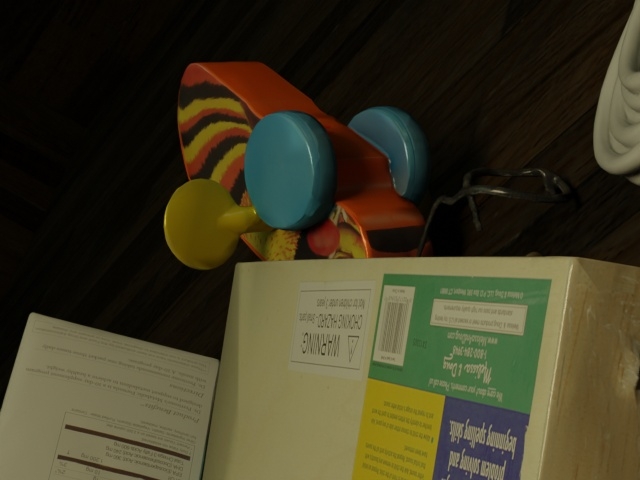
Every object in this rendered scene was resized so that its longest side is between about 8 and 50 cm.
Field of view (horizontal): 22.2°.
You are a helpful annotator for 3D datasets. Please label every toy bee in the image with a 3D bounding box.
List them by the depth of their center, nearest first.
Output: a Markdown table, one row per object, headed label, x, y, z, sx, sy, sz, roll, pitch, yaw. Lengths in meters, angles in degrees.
| label | x | y | z | sx | sy | sz | roll | pitch | yaw |
| --- | --- | --- | --- | --- | --- | --- | --- | --- | --- |
| toy bee | 0.000 | 0.000 | 0.975 | 0.298 | 0.195 | 0.162 | -132 | 48 | -64 |

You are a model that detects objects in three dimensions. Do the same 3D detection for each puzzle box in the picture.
| label | x | y | z | sx | sy | sz | roll | pitch | yaw |
| --- | --- | --- | --- | --- | --- | --- | --- | --- | --- |
| puzzle box | 0.017 | 0.144 | 0.666 | 0.409 | 0.052 | 0.272 | 178 | 102 | -73 |

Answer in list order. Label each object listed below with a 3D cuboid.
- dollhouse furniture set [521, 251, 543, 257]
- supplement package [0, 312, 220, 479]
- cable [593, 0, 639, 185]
| label | x | y | z | sx | sy | sz | roll | pitch | yaw |
| --- | --- | --- | --- | --- | --- | --- | --- | --- | --- |
| dollhouse furniture set | 0.083 | 0.064 | 0.779 | 0.081 | 0.091 | 0.114 | -49 | -12 | 29 |
| supplement package | -0.156 | 0.190 | 1.036 | 0.244 | 0.134 | 0.139 | -83 | 11 | -46 |
| cable | 0.198 | -0.127 | 0.631 | 0.257 | 0.089 | 0.257 | 125 | 169 | -66 |
